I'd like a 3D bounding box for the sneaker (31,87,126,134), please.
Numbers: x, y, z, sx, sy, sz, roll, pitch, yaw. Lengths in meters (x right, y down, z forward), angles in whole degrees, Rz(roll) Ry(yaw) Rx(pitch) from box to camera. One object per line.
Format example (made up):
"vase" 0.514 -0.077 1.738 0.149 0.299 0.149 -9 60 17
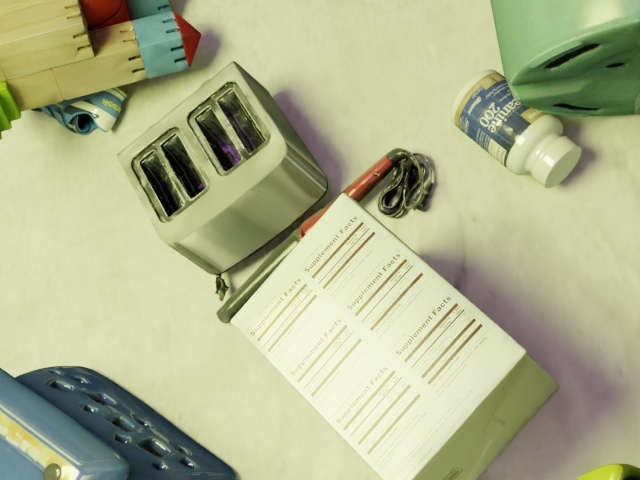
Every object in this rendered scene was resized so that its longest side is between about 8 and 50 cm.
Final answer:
"sneaker" -0.305 -0.160 1.101 0.144 0.053 0.059 4 78 24

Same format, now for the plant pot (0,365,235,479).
"plant pot" -0.260 0.258 0.868 0.236 0.212 0.235 27 85 27

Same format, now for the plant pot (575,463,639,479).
"plant pot" 0.276 0.277 0.643 0.207 0.228 0.227 10 79 32

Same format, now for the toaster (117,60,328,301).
"toaster" -0.101 -0.068 0.951 0.168 0.110 0.185 -37 60 9

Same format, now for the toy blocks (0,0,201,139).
"toy blocks" -0.296 -0.299 1.062 0.261 0.190 0.381 -17 54 -7

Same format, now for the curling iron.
"curling iron" 0.000 0.000 0.937 0.274 0.035 0.068 -35 65 9

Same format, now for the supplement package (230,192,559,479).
"supplement package" 0.070 0.100 0.790 0.149 0.194 0.203 -48 63 2

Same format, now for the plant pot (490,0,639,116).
"plant pot" 0.270 -0.299 0.771 0.341 0.341 0.333 -7 79 20

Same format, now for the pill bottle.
"pill bottle" 0.188 -0.105 0.875 0.067 0.067 0.120 -47 63 3
